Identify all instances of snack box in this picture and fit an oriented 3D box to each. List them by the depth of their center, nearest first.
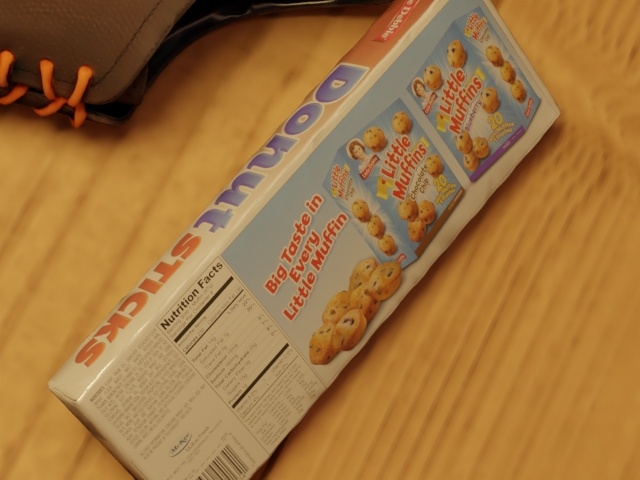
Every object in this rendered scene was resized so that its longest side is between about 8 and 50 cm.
[{"bbox_3d":[0.000,0.000,0.571,0.178,0.022,0.064,-49,123,-17],"label":"snack box"}]

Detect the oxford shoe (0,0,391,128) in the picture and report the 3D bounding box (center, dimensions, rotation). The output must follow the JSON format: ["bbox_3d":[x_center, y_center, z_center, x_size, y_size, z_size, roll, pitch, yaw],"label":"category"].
[{"bbox_3d":[-0.098,-0.077,0.560,0.271,0.097,0.098,-20,84,-13],"label":"oxford shoe"}]
